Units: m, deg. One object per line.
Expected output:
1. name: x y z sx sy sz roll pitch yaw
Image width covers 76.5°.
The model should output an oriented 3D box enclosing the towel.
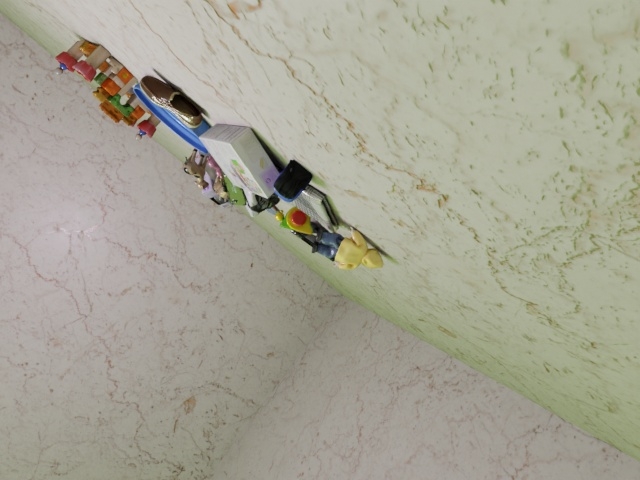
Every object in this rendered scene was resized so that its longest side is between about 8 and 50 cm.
1. towel: -0.077 -0.162 1.611 0.312 0.056 0.324 34 171 22

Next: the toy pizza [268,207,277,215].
1. toy pizza: -0.327 -0.219 2.383 0.201 0.032 0.201 36 170 8

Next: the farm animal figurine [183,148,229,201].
1. farm animal figurine: -0.469 -0.274 1.915 0.330 0.172 0.327 20 175 -6

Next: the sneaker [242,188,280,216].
1. sneaker: -0.267 -0.208 1.842 0.101 0.153 0.268 59 164 14

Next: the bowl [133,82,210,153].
1. bowl: -0.618 -0.536 1.756 0.391 0.077 0.391 36 171 6

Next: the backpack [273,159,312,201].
1. backpack: -0.095 -0.186 1.347 0.098 0.120 0.101 37 171 1

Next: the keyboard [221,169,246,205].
1. keyboard: -0.388 -0.236 1.786 0.108 0.023 0.180 7 129 20

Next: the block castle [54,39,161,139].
1. block castle: -0.989 -0.700 1.936 0.303 0.213 0.453 31 169 34

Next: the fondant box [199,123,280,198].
1. fondant box: -0.297 -0.301 1.507 0.330 0.096 0.238 27 156 53

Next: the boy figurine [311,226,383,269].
1. boy figurine: 0.115 0.033 1.587 0.285 0.177 0.092 16 -161 -3

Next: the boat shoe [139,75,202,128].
1. boat shoe: -0.549 -0.532 1.514 0.257 0.095 0.095 34 159 -16

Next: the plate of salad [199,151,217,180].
1. plate of salad: -0.566 -0.395 2.040 0.200 0.048 0.199 -15 -90 -80

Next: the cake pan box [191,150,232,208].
1. cake pan box: -0.574 -0.317 2.170 0.246 0.070 0.267 45 -156 -68

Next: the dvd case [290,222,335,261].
1. dvd case: 0.000 0.000 1.927 0.253 0.022 0.180 35 -153 15

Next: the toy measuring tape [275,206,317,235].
1. toy measuring tape: -0.043 -0.083 1.857 0.330 0.121 0.121 16 174 -9
